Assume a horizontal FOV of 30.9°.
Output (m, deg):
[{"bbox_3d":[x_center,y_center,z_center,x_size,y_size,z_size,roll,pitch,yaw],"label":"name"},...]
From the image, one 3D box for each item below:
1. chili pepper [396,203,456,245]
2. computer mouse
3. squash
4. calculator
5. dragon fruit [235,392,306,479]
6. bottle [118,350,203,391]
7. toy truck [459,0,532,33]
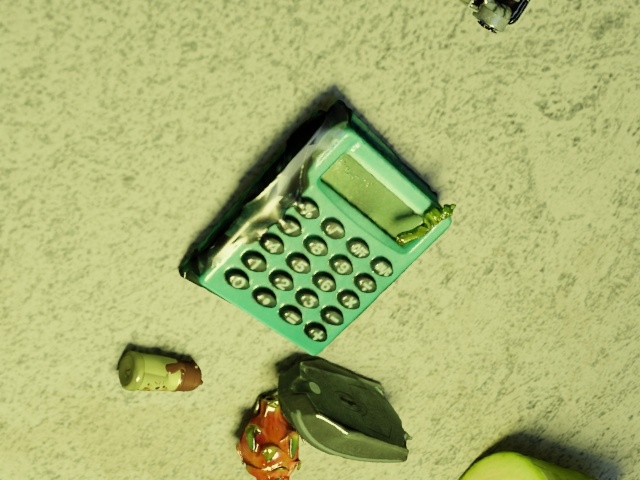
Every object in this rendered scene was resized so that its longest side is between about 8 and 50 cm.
[{"bbox_3d":[0.125,-0.018,1.362,0.083,0.022,0.027,-33,132,-3],"label":"chili pepper"},{"bbox_3d":[0.027,0.230,1.494,0.231,0.126,0.071,24,119,-40],"label":"computer mouse"},{"bbox_3d":[0.355,0.457,1.765,0.309,0.210,0.233,28,120,-34],"label":"squash"},{"bbox_3d":[0.000,0.000,1.355,0.274,0.058,0.248,-45,130,8],"label":"calculator"},{"bbox_3d":[-0.066,0.257,1.487,0.086,0.081,0.116,-16,105,-20],"label":"dragon fruit"},{"bbox_3d":[-0.185,0.159,1.376,0.101,0.063,0.047,12,85,-36],"label":"bottle"},{"bbox_3d":[0.109,-0.304,1.158,0.253,0.124,0.114,15,114,-37],"label":"toy truck"}]
